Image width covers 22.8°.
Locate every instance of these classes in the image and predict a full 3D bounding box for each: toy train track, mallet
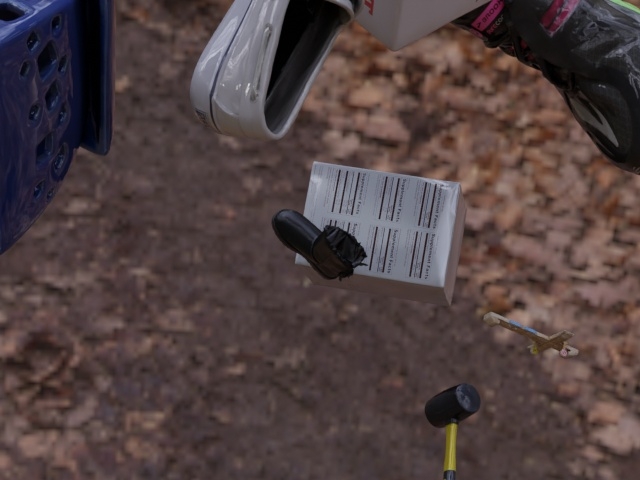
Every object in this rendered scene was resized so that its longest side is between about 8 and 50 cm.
[{"bbox_3d":[0.161,0.076,1.220,0.083,0.048,0.014,24,60,-21],"label":"toy train track"},{"bbox_3d":[0.146,0.241,1.719,0.039,0.062,0.189,25,45,-27],"label":"mallet"}]

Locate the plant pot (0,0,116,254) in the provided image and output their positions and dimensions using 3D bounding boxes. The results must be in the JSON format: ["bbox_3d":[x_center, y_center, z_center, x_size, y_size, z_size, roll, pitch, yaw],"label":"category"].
[{"bbox_3d":[-0.322,-0.165,1.483,0.236,0.236,0.212,28,45,23],"label":"plant pot"}]

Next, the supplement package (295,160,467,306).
[{"bbox_3d":[0.088,-0.007,2.195,0.203,0.149,0.194,9,-8,8],"label":"supplement package"}]

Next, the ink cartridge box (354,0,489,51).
[{"bbox_3d":[0.010,-0.411,1.485,0.166,0.285,0.395,-33,60,-28],"label":"ink cartridge box"}]

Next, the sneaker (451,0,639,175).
[{"bbox_3d":[0.260,-0.262,1.928,0.202,0.185,0.482,-27,74,-32],"label":"sneaker"}]

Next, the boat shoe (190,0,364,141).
[{"bbox_3d":[-0.008,-0.200,1.255,0.088,0.267,0.096,20,-14,38],"label":"boat shoe"}]

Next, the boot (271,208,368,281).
[{"bbox_3d":[-0.001,0.000,1.962,0.121,0.099,0.045,46,71,-5],"label":"boot"}]
